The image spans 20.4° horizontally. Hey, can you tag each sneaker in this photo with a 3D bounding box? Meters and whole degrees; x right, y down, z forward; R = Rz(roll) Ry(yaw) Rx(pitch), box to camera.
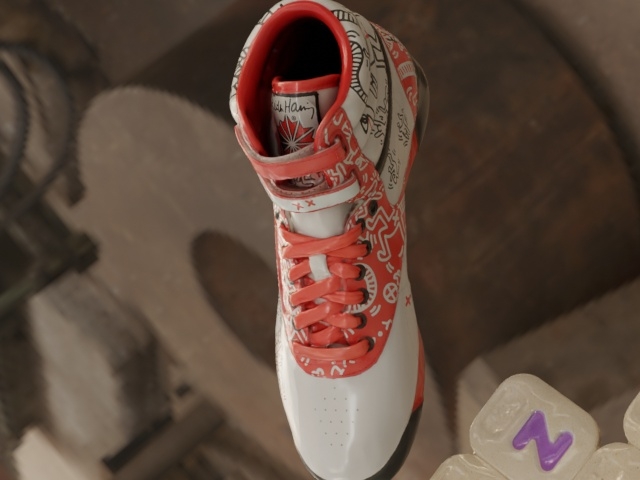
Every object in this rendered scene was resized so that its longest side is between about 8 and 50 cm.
[{"bbox_3d":[-0.001,-0.001,0.990,0.090,0.270,0.145,0,167,23],"label":"sneaker"}]

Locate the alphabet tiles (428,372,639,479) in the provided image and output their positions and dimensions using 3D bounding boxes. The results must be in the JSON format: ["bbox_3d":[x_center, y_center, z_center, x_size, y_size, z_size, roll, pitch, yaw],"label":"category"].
[{"bbox_3d":[0.159,0.209,0.944,0.278,0.284,0.021,36,177,31],"label":"alphabet tiles"}]
